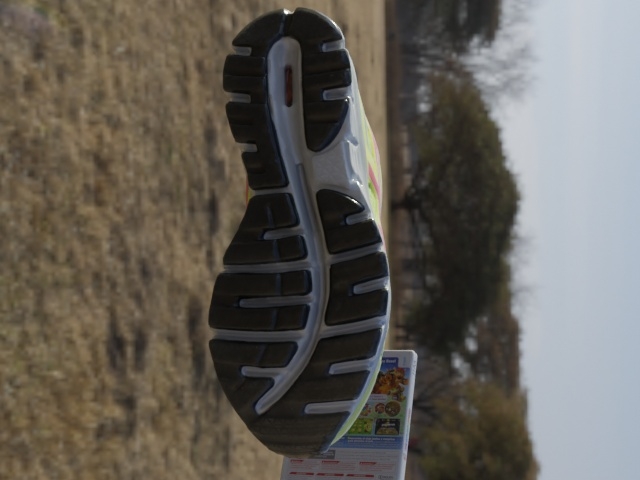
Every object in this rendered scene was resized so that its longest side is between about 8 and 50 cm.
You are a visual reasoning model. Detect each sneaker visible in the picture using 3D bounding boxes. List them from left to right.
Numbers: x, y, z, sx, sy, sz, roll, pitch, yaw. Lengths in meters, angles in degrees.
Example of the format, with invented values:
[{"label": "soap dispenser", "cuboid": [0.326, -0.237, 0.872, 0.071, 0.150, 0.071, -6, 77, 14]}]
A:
[{"label": "sneaker", "cuboid": [0.000, 0.000, 0.542, 0.094, 0.082, 0.208, 51, 39, -69]}]

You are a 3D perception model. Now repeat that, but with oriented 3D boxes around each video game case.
[{"label": "video game case", "cuboid": [0.018, 0.134, 0.781, 0.011, 0.087, 0.122, 50, 43, -56]}]
